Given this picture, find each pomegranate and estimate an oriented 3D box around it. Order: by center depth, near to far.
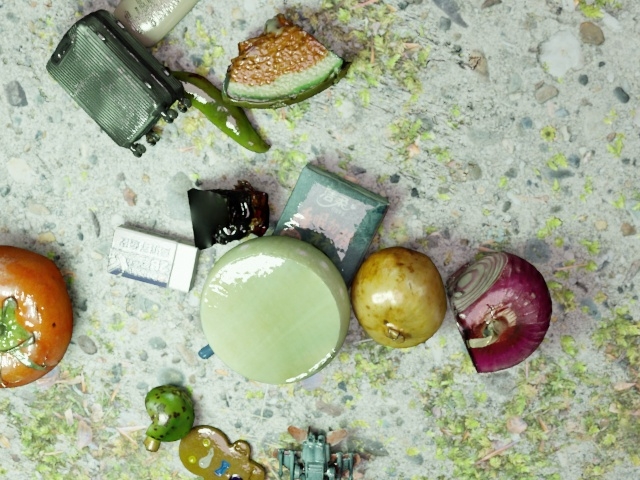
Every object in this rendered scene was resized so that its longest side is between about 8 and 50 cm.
[{"bbox_3d":[0.182,0.136,1.888,0.248,0.248,0.248,1,100,5],"label":"pomegranate"},{"bbox_3d":[-0.379,0.453,2.043,0.122,0.143,0.169,8,89,8],"label":"pomegranate"}]

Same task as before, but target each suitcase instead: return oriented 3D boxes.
[{"bbox_3d":[-0.469,-0.364,1.886,0.312,0.128,0.202,45,127,-9],"label":"suitcase"}]

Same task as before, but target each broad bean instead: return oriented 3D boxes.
[{"bbox_3d":[-0.256,-0.325,1.940,0.339,0.061,0.077,37,87,-3],"label":"broad bean"}]

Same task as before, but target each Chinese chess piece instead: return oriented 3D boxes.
[{"bbox_3d":[-0.103,0.158,1.876,0.349,0.146,0.349,3,109,9],"label":"Chinese chess piece"}]

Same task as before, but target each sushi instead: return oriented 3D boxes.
[{"bbox_3d":[-0.201,-0.067,1.933,0.150,0.172,0.153,-3,80,-37],"label":"sushi"}]

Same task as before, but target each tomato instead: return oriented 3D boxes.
[{"bbox_3d":[-0.757,0.181,1.975,0.341,0.273,0.341,-2,101,-9],"label":"tomato"}]

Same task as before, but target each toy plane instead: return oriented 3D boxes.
[{"bbox_3d":[-0.013,0.619,2.060,0.223,0.104,0.326,3,100,4],"label":"toy plane"}]

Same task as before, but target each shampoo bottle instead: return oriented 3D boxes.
[{"bbox_3d":[-0.399,-0.532,1.907,0.257,0.078,0.127,-31,102,11],"label":"shampoo bottle"}]

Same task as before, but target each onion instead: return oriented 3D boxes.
[{"bbox_3d":[0.421,0.164,1.884,0.230,0.272,0.256,-24,133,4],"label":"onion"}]

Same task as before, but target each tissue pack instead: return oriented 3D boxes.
[{"bbox_3d":[0.000,0.000,1.954,0.228,0.103,0.315,26,102,-1],"label":"tissue pack"}]

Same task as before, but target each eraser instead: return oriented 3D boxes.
[{"bbox_3d":[-0.411,0.045,2.015,0.210,0.068,0.124,14,98,2],"label":"eraser"}]

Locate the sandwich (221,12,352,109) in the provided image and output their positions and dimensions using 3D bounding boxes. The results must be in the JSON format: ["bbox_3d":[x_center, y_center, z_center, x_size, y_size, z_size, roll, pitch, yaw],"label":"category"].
[{"bbox_3d":[-0.102,-0.398,1.884,0.292,0.109,0.212,-33,85,-4],"label":"sandwich"}]

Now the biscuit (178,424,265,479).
[{"bbox_3d":[-0.262,0.578,2.112,0.236,0.039,0.180,37,102,0],"label":"biscuit"}]

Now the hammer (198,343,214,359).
[{"bbox_3d":[-0.231,0.237,2.036,0.194,0.069,0.116,-36,97,15],"label":"hammer"}]
